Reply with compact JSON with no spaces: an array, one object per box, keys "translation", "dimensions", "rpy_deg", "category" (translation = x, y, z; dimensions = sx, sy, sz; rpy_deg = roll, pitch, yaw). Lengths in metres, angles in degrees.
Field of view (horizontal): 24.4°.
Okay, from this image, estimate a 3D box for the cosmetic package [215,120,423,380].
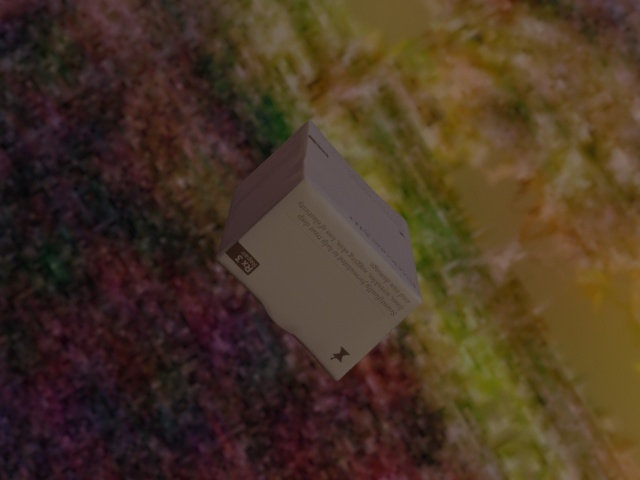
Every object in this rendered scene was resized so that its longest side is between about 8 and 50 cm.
[{"translation":[0.000,0.000,1.892],"dimensions":[0.217,0.156,0.385],"rpy_deg":[46,9,-12],"category":"cosmetic package"}]
